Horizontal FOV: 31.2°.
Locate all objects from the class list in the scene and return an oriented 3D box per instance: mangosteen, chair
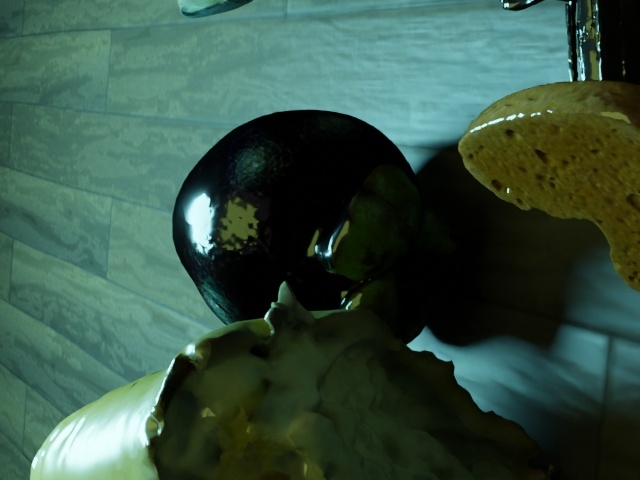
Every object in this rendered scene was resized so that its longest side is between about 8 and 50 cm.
[{"bbox_3d":[0.000,0.000,0.953,0.243,0.242,0.243,-5,84,59],"label":"mangosteen"},{"bbox_3d":[0.223,-0.124,0.689,0.229,0.113,0.106,-10,82,62],"label":"chair"}]

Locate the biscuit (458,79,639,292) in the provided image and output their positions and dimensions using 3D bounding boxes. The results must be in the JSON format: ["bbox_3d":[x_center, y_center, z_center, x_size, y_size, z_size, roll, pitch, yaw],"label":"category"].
[{"bbox_3d":[0.186,-0.023,0.698,0.036,0.192,0.186,-53,21,-21],"label":"biscuit"}]

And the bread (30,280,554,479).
[{"bbox_3d":[-0.022,0.210,0.886,0.361,0.250,0.394,49,150,-10],"label":"bread"}]

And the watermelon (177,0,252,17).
[{"bbox_3d":[-0.054,-0.370,1.155,0.188,0.175,0.322,-13,-63,-76],"label":"watermelon"}]
